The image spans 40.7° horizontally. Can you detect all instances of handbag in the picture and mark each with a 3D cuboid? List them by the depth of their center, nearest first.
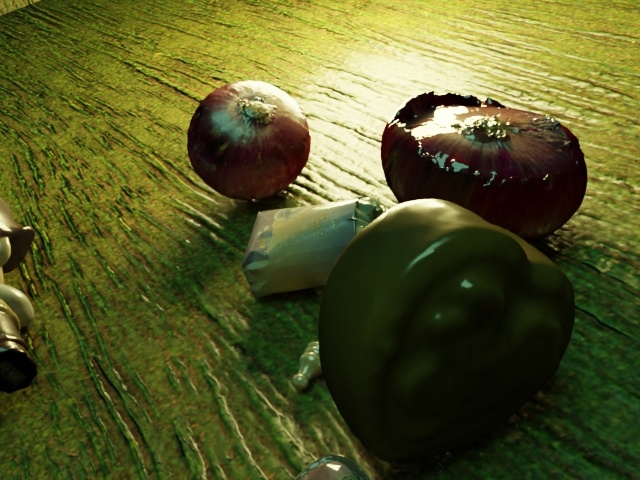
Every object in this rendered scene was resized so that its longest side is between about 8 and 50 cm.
[{"bbox_3d":[0.000,0.000,1.020,0.173,0.095,0.117,-8,37,16],"label":"handbag"}]

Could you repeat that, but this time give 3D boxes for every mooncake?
[{"bbox_3d":[0.104,0.087,0.744,0.235,0.235,0.117,-27,38,-18],"label":"mooncake"}]

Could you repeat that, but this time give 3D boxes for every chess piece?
[{"bbox_3d":[-0.003,0.119,0.902,0.035,0.035,0.092,9,44,31],"label":"chess piece"}]

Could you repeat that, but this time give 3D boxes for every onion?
[{"bbox_3d":[0.186,-0.082,1.007,0.248,0.161,0.248,-6,44,5],"label":"onion"},{"bbox_3d":[-0.100,-0.139,1.216,0.177,0.153,0.177,-1,36,1],"label":"onion"}]

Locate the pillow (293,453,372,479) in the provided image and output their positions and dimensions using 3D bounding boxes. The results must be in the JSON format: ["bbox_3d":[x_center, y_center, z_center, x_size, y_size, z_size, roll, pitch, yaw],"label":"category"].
[{"bbox_3d":[0.042,0.258,0.673,0.130,0.038,0.232,-39,42,-27],"label":"pillow"}]

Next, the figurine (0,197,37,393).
[{"bbox_3d":[-0.446,0.067,1.068,0.218,0.206,0.365,-42,62,-1],"label":"figurine"}]
